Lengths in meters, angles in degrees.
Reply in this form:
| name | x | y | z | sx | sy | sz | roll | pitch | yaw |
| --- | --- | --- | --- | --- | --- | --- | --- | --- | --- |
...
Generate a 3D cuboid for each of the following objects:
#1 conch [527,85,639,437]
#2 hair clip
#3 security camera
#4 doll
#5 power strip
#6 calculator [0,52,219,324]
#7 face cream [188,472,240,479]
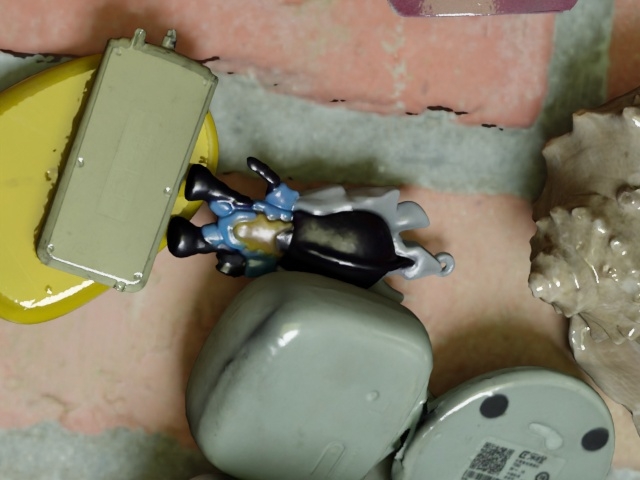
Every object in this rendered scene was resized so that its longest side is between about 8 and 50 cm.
| name | x | y | z | sx | sy | sz | roll | pitch | yaw |
| --- | --- | --- | --- | --- | --- | --- | --- | --- | --- |
| conch | 0.286 | 0.021 | 1.157 | 0.324 | 0.186 | 0.263 | -7 | 115 | -8 |
| hair clip | 0.111 | -0.178 | 1.173 | 0.137 | 0.022 | 0.054 | -3 | 100 | -10 |
| security camera | 0.058 | 0.117 | 1.166 | 0.301 | 0.080 | 0.157 | 20 | 115 | -24 |
| doll | 0.000 | 0.000 | 1.146 | 0.195 | 0.070 | 0.096 | 12 | 108 | -19 |
| power strip | -0.121 | -0.055 | 1.112 | 0.076 | 0.028 | 0.169 | 20 | 91 | -13 |
| calculator | -0.175 | -0.029 | 1.132 | 0.235 | 0.032 | 0.146 | -34 | 101 | -7 |
| face cream | -0.031 | 0.270 | 1.105 | 0.201 | 0.201 | 0.187 | 24 | 92 | -12 |
